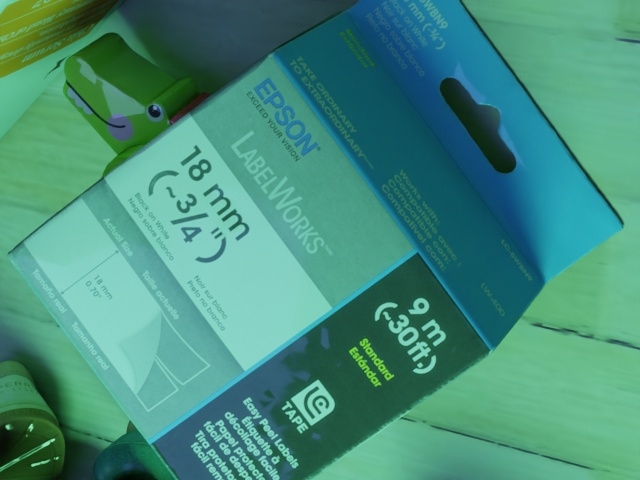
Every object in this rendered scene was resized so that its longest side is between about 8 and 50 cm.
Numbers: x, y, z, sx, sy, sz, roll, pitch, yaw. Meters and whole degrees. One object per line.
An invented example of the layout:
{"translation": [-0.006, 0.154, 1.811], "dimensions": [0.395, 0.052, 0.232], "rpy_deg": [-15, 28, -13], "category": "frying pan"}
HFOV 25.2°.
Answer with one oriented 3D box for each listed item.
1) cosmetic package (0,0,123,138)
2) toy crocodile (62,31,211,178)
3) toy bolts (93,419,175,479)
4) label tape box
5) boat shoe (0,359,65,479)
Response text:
{"translation": [-0.324, -0.145, 1.092], "dimensions": [0.161, 0.230, 0.453], "rpy_deg": [51, 129, -1], "category": "cosmetic package"}
{"translation": [-0.060, -0.018, 1.065], "dimensions": [0.105, 0.115, 0.340], "rpy_deg": [-38, 93, 32], "category": "toy crocodile"}
{"translation": [-0.211, 0.217, 1.229], "dimensions": [0.218, 0.158, 0.228], "rpy_deg": [43, 124, -18], "category": "toy bolts"}
{"translation": [0.000, 0.000, 0.950], "dimensions": [0.333, 0.106, 0.241], "rpy_deg": [-36, 92, 10], "category": "label tape box"}
{"translation": [-0.311, 0.248, 1.368], "dimensions": [0.098, 0.109, 0.302], "rpy_deg": [-119, 37, -46], "category": "boat shoe"}
